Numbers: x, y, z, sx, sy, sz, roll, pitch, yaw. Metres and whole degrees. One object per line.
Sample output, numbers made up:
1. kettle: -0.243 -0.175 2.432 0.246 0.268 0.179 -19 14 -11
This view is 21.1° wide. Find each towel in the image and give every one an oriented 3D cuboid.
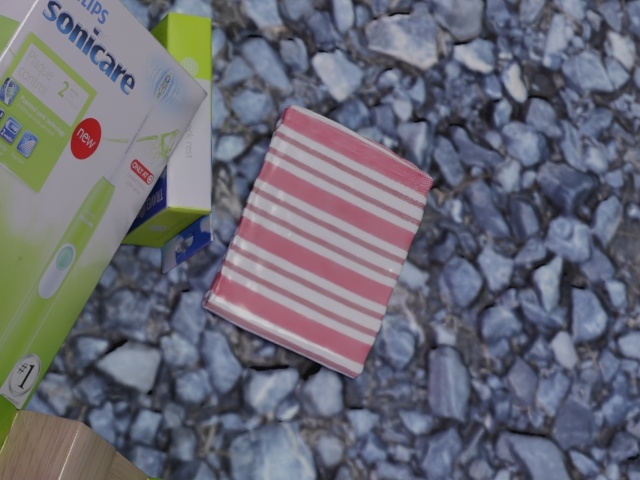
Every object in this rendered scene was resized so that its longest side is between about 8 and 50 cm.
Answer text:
1. towel: 0.000 0.000 1.403 0.144 0.029 0.197 26 69 -13

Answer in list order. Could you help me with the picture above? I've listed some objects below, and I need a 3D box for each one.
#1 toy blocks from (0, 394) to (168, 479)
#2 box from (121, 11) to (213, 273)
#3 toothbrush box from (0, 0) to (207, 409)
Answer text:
1. toy blocks: -0.175 0.280 1.113 0.191 0.381 0.261 8 67 26
2. box: -0.119 -0.074 1.330 0.042 0.109 0.178 7 72 -25
3. toothbrush box: -0.232 -0.046 1.182 0.122 0.206 0.283 21 76 31
